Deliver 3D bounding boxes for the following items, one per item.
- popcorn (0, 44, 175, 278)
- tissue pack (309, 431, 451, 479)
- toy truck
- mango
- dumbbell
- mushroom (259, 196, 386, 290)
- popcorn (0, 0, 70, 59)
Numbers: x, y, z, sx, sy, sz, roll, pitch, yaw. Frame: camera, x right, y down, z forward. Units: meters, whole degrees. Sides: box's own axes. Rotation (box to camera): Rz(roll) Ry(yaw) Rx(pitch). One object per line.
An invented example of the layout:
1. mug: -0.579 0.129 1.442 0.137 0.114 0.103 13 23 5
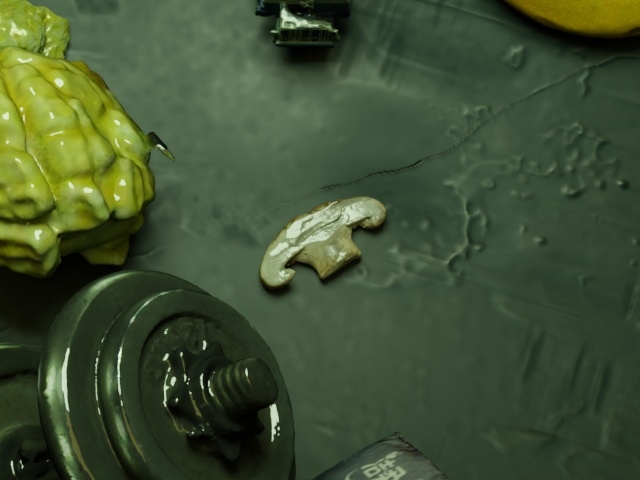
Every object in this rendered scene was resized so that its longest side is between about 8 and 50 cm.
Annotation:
1. popcorn: -0.182 -0.051 1.171 0.173 0.173 0.142 34 86 5
2. tissue pack: -0.016 0.220 1.104 0.236 0.173 0.073 -29 106 -9
3. toy truck: -0.014 -0.236 1.248 0.074 0.088 0.201 0 77 -1
4. mango: 0.165 -0.204 1.258 0.190 0.075 0.098 34 84 -2
5. dumbbell: -0.135 0.131 1.082 0.290 0.192 0.192 -26 76 37
6. mushroom: 0.000 0.000 1.231 0.101 0.019 0.049 -34 82 -9
7. popcorn: -0.212 -0.140 1.235 0.083 0.068 0.059 3 102 -39
